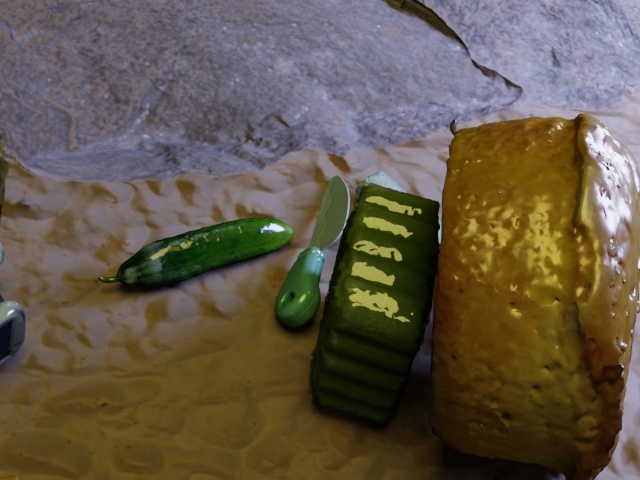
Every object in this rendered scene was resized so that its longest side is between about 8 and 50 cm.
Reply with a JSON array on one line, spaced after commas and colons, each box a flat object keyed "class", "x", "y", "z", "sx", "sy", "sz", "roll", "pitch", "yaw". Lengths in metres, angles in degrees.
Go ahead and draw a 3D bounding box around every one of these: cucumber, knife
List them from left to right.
[{"class": "cucumber", "x": -0.139, "y": 0.012, "z": 1.635, "sx": 0.250, "sy": 0.056, "sz": 0.056, "roll": -17, "pitch": 55, "yaw": -26}, {"class": "knife", "x": 0.001, "y": 0.000, "z": 1.674, "sx": 0.034, "sy": 0.063, "sz": 0.260, "roll": 43, "pitch": 42, "yaw": -24}]

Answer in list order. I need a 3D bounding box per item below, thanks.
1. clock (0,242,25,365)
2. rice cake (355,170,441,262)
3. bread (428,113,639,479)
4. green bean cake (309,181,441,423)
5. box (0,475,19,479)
[{"class": "clock", "x": -0.429, "y": 0.044, "z": 1.490, "sx": 0.243, "sy": 0.146, "sz": 0.199, "roll": 44, "pitch": 58, "yaw": 15}, {"class": "rice cake", "x": 0.140, "y": 0.000, "z": 1.715, "sx": 0.245, "sy": 0.042, "sz": 0.045, "roll": 42, "pitch": 42, "yaw": 21}, {"class": "bread", "x": 0.229, "y": 0.061, "z": 1.464, "sx": 0.215, "sy": 0.398, "sz": 0.398, "roll": 4, "pitch": 47, "yaw": 10}, {"class": "green bean cake", "x": 0.061, "y": 0.068, "z": 1.532, "sx": 0.113, "sy": 0.200, "sz": 0.214, "roll": 13, "pitch": 46, "yaw": 0}, {"class": "box", "x": -0.354, "y": 0.367, "z": 1.256, "sx": 0.193, "sy": 0.084, "sz": 0.301, "roll": -3, "pitch": 50, "yaw": -15}]
